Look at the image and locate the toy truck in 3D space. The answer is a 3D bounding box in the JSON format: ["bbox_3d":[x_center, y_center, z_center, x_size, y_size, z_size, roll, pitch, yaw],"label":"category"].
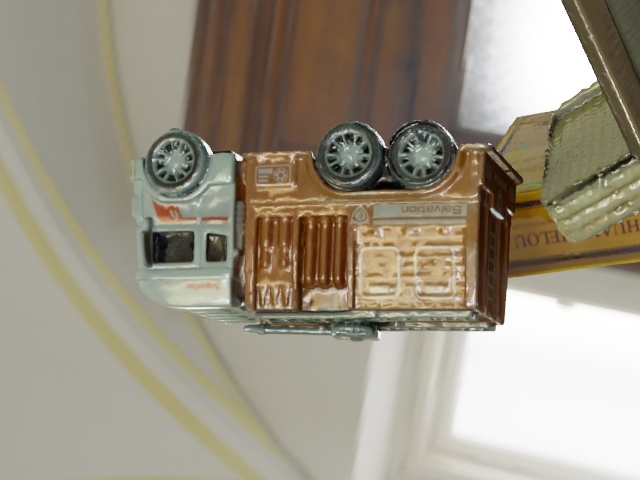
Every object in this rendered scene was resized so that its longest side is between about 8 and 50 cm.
[{"bbox_3d":[0.000,0.000,1.192,0.136,0.305,0.162,30,-119,-68],"label":"toy truck"}]

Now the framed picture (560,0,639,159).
[{"bbox_3d":[0.198,-0.202,0.757,0.232,0.024,0.315,-51,-36,-6],"label":"framed picture"}]

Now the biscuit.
[{"bbox_3d":[0.261,-0.098,0.962,0.052,0.252,0.150,51,-156,-18],"label":"biscuit"}]

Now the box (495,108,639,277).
[{"bbox_3d":[0.262,-0.060,1.430,0.301,0.192,0.084,-50,-50,-64],"label":"box"}]
